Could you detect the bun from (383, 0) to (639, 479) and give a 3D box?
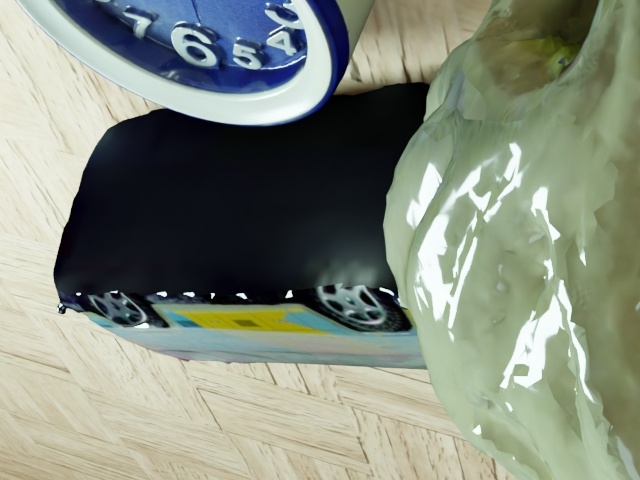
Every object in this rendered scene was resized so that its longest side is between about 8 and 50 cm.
[{"bbox_3d":[0.160,-0.048,0.549,0.211,0.360,0.359,24,156,-16],"label":"bun"}]

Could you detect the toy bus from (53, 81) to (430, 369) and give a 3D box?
[{"bbox_3d":[0.000,0.000,1.030,0.386,0.171,0.162,-2,155,42],"label":"toy bus"}]

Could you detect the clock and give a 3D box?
[{"bbox_3d":[-0.081,-0.165,0.863,0.230,0.083,0.230,21,153,11],"label":"clock"}]
